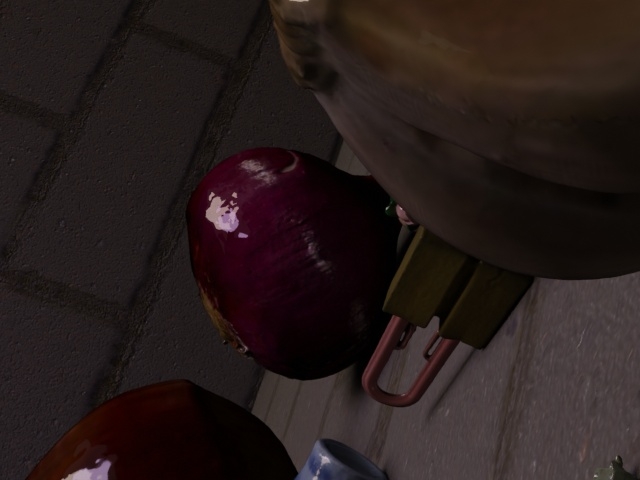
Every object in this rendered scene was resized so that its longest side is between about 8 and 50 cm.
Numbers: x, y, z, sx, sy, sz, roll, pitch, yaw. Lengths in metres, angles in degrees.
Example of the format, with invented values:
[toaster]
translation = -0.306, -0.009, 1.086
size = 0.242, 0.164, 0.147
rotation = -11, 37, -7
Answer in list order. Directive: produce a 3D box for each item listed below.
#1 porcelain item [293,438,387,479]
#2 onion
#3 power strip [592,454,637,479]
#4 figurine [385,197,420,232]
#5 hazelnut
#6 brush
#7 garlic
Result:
[porcelain item]
translation = -0.029, 0.341, 1.051
size = 0.259, 0.141, 0.141
rotation = -58, 6, 5
[onion]
translation = 0.000, 0.000, 1.413
size = 0.385, 0.348, 0.348
rotation = -34, -2, -13
[power strip]
translation = 0.151, 0.156, 0.532
size = 0.027, 0.017, 0.083
rotation = 135, 156, -75
[figurine]
translation = 0.114, -0.061, 0.931
size = 0.114, 0.144, 0.178
rotation = 22, 124, 61
[hazelnut]
translation = -0.212, 0.383, 1.272
size = 0.420, 0.353, 0.421
rotation = -30, -15, -8
[brush]
translation = 0.099, 0.080, 0.920
size = 0.047, 0.103, 0.233
rotation = -72, 5, -48
[garlic]
translation = 0.171, -0.120, 0.487
size = 0.340, 0.246, 0.231
rotation = -38, -30, -4
